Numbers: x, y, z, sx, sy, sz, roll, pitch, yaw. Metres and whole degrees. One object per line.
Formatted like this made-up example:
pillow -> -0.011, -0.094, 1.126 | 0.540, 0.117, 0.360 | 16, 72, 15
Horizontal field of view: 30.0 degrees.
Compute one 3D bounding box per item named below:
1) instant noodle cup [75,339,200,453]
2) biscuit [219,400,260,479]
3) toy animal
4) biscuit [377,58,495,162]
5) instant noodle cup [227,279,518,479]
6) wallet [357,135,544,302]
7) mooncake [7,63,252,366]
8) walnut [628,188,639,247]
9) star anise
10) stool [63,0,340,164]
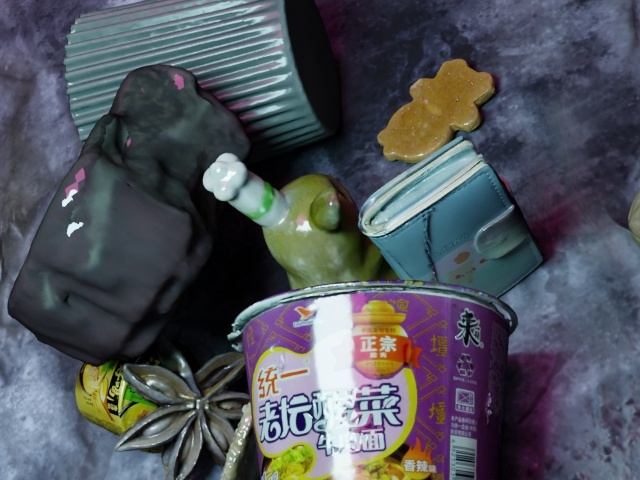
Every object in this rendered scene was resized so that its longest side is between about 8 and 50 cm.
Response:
instant noodle cup -> -0.250, 0.205, 1.622 | 0.122, 0.151, 0.151 | 5, 62, 43
biscuit -> -0.083, 0.247, 1.506 | 0.032, 0.133, 0.250 | 18, 67, 16
toy animal -> 0.007, -0.009, 1.493 | 0.181, 0.363, 0.180 | -2, 46, 23
biscuit -> 0.170, -0.181, 1.715 | 0.133, 0.027, 0.184 | 24, 75, 36
instant noodle cup -> 0.062, 0.222, 1.348 | 0.339, 0.340, 0.266 | -10, 67, 22
wallet -> 0.166, -0.003, 1.455 | 0.176, 0.250, 0.075 | -36, 51, 3
mooncake -> -0.243, -0.019, 1.524 | 0.350, 0.212, 0.381 | -43, 19, 48
walnut -> 0.447, -0.031, 1.401 | 0.162, 0.140, 0.140 | -29, 50, 22
star anise -> -0.169, 0.229, 1.545 | 0.073, 0.212, 0.197 | -12, 68, 59
stool -> -0.163, -0.237, 1.764 | 0.330, 0.297, 0.297 | -13, 55, 16
